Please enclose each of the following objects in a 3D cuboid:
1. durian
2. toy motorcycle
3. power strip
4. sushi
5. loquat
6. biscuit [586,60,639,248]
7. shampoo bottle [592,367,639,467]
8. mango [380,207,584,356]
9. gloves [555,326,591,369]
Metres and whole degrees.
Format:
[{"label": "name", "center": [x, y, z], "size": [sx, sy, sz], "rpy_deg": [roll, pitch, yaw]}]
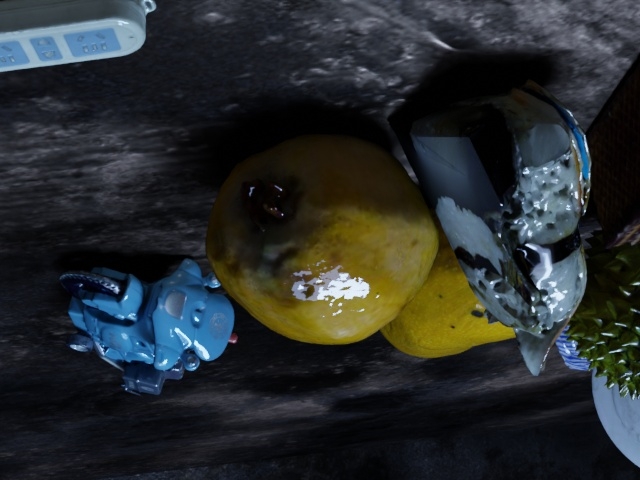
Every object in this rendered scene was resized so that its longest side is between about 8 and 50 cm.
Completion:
[{"label": "durian", "center": [0.380, 0.059, 1.110], "size": [0.291, 0.225, 0.291], "rpy_deg": [-5, 138, -4]}, {"label": "toy motorcycle", "center": [-0.187, 0.096, 1.203], "size": [0.182, 0.124, 0.272], "rpy_deg": [14, 158, 1]}, {"label": "power strip", "center": [-0.196, -0.126, 0.662], "size": [0.191, 0.030, 0.047], "rpy_deg": [-9, 161, -2]}, {"label": "sushi", "center": [0.178, -0.013, 0.905], "size": [0.109, 0.273, 0.134], "rpy_deg": [-34, -154, -12]}, {"label": "loquat", "center": [0.000, 0.000, 0.918], "size": [0.187, 0.176, 0.234], "rpy_deg": [-31, 159, 12]}, {"label": "biscuit", "center": [0.291, -0.080, 0.902], "size": [0.070, 0.106, 0.252], "rpy_deg": [-8, 162, -6]}, {"label": "shampoo bottle", "center": [0.550, 0.195, 1.533], "size": [0.266, 0.273, 0.273], "rpy_deg": [-13, 168, -38]}, {"label": "mango", "center": [0.149, 0.045, 1.142], "size": [0.187, 0.144, 0.359], "rpy_deg": [14, 156, -18]}, {"label": "gloves", "center": [0.415, 0.143, 1.655], "size": [0.119, 0.097, 0.229], "rpy_deg": [-42, 150, 4]}]
